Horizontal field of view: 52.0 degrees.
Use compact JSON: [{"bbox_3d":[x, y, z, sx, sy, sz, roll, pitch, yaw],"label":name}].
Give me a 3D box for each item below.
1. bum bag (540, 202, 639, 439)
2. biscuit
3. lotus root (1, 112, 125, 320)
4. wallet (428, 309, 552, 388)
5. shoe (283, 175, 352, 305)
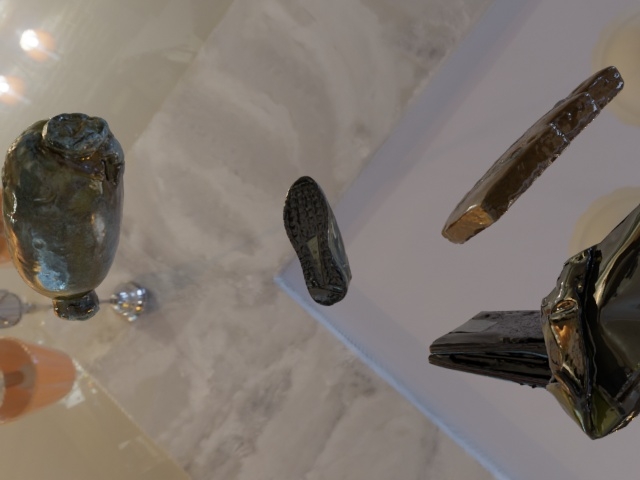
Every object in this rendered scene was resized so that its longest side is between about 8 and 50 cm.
[{"bbox_3d":[0.208,0.006,0.374,0.232,0.060,0.106,-53,-146,22],"label":"bum bag"},{"bbox_3d":[0.221,-0.084,0.739,0.043,0.301,0.278,46,-62,6],"label":"biscuit"},{"bbox_3d":[-0.364,-0.029,0.931,0.175,0.175,0.349,30,-52,17],"label":"lotus root"},{"bbox_3d":[0.307,0.135,0.896,0.262,0.221,0.071,-1,-81,34],"label":"wallet"},{"bbox_3d":[0.000,-0.002,0.987,0.074,0.077,0.194,-14,-87,21],"label":"shoe"}]
